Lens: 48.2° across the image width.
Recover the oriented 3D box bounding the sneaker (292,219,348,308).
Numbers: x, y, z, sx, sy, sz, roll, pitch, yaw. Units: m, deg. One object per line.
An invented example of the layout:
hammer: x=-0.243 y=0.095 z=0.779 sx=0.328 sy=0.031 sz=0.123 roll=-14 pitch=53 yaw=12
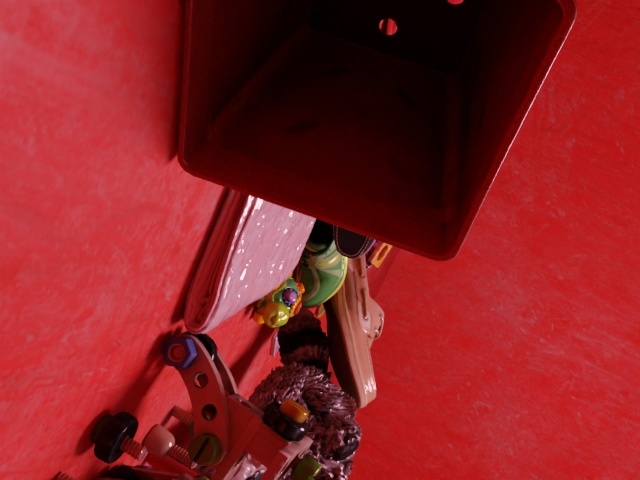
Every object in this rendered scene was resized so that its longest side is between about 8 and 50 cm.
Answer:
sneaker: x=0.000 y=0.000 z=1.274 sx=0.124 sy=0.109 sz=0.295 roll=-12 pitch=137 yaw=-43

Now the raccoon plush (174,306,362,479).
raccoon plush: x=-0.130 y=0.294 z=1.277 sx=0.216 sy=0.299 sz=0.446 roll=-62 pitch=-150 yaw=25

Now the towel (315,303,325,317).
towel: x=0.043 y=0.089 z=1.837 sx=0.102 sy=0.021 sz=0.237 roll=-50 pitch=163 yaw=-53

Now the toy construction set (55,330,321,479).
toy construction set: x=-0.131 y=0.287 z=0.913 sx=0.257 sy=0.237 sz=0.308 roll=-58 pitch=169 yaw=-26

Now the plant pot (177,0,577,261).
plant pot: x=0.049 y=-0.187 z=0.633 sx=0.267 sy=0.267 sz=0.235 roll=106 pitch=5 yaw=-47

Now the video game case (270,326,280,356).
video game case: x=-0.072 y=0.185 z=1.552 sx=0.122 sy=0.011 sz=0.087 roll=-56 pitch=167 yaw=-33

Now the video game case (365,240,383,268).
video game case: x=0.115 y=0.017 z=1.636 sx=0.232 sy=0.042 sz=0.210 roll=-41 pitch=-178 yaw=-35

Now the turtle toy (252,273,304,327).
turtle toy: x=-0.070 y=0.107 z=1.225 sx=0.095 sy=0.066 sz=0.130 roll=-67 pitch=168 yaw=22

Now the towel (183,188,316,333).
towel: x=-0.051 y=-0.049 z=0.980 sx=0.316 sy=0.053 sz=0.332 roll=-66 pitch=168 yaw=16

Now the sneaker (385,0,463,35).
sneaker: x=0.226 y=-0.424 z=1.149 sx=0.313 sy=0.136 sz=0.116 roll=-63 pitch=170 yaw=0

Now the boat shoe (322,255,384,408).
boat shoe: x=0.071 y=0.149 z=1.380 sx=0.121 sy=0.110 sz=0.341 roll=116 pitch=-34 yaw=-62

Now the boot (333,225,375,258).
boot: x=0.049 y=-0.062 z=1.062 sx=0.178 sy=0.085 sz=0.236 roll=-41 pitch=150 yaw=-64

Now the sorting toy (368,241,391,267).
sorting toy: x=0.213 y=-0.085 z=1.463 sx=0.347 sy=0.047 sz=0.196 roll=-61 pitch=158 yaw=10
